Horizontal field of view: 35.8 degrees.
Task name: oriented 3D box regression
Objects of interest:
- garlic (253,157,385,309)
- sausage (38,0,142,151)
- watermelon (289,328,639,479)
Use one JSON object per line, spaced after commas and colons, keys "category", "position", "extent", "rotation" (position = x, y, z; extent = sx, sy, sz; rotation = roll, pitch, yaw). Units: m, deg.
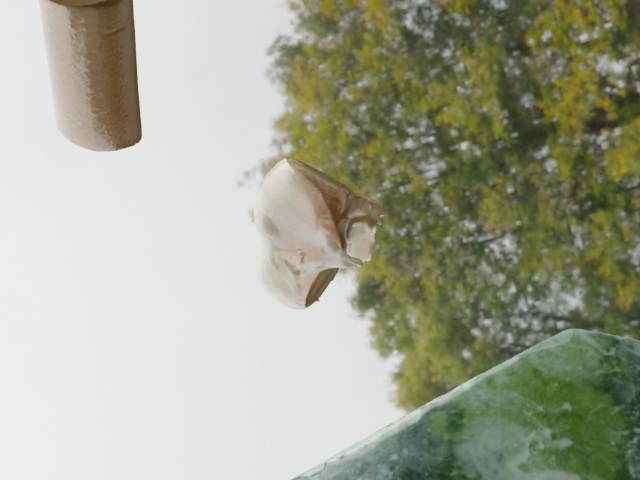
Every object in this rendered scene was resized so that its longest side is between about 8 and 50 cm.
{"category": "garlic", "position": [-0.012, 0.001, 0.981], "extent": [0.099, 0.124, 0.175], "rotation": [-61, -11, -54]}
{"category": "sausage", "position": [-0.310, -0.237, 1.349], "extent": [0.123, 0.123, 0.253], "rotation": [-79, -5, -48]}
{"category": "watermelon", "position": [0.057, 0.182, 0.443], "extent": [0.213, 0.289, 0.320], "rotation": [-40, -51, -69]}
